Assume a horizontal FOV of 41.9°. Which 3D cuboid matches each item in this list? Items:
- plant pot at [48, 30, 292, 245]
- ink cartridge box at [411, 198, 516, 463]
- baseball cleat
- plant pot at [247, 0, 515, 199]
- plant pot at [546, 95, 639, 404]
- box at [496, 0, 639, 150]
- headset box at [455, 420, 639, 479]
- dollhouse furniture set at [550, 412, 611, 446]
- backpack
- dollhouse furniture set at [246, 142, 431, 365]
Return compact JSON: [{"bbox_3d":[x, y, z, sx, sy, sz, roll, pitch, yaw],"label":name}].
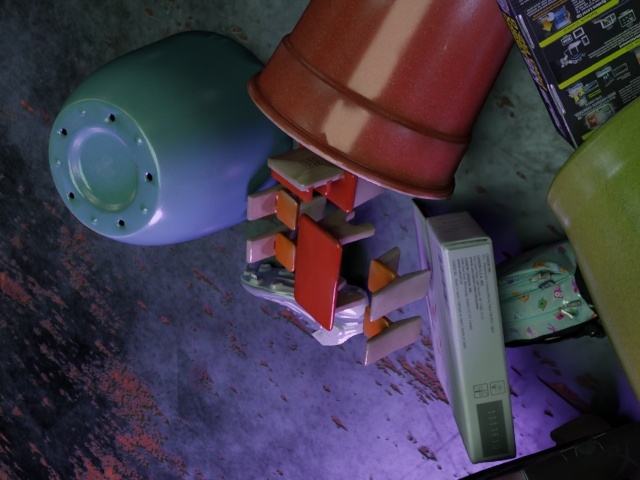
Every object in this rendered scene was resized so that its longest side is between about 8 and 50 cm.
[{"bbox_3d":[-0.221,-0.124,1.143,0.293,0.235,0.292,11,114,25],"label":"plant pot"},{"bbox_3d":[0.175,0.098,1.042,0.060,0.239,0.275,-10,106,2],"label":"ink cartridge box"},{"bbox_3d":[-0.027,0.099,1.222,0.206,0.072,0.109,12,121,29],"label":"baseball cleat"},{"bbox_3d":[0.097,-0.230,0.929,0.272,0.272,0.265,35,113,13],"label":"plant pot"},{"bbox_3d":[0.407,0.028,0.780,0.366,0.367,0.353,-46,65,33],"label":"plant pot"},{"bbox_3d":[0.317,-0.244,0.798,0.270,0.060,0.216,-31,120,9],"label":"box"},{"bbox_3d":[0.237,0.309,0.956,0.293,0.218,0.110,-38,66,47],"label":"headset box"},{"bbox_3d":[0.401,0.366,1.079,0.242,0.161,0.212,34,124,39],"label":"dollhouse furniture set"},{"bbox_3d":[0.287,0.061,1.005,0.182,0.152,0.115,-23,86,44],"label":"backpack"},{"bbox_3d":[0.000,0.000,1.053,0.262,0.135,0.259,38,138,36],"label":"dollhouse furniture set"}]
